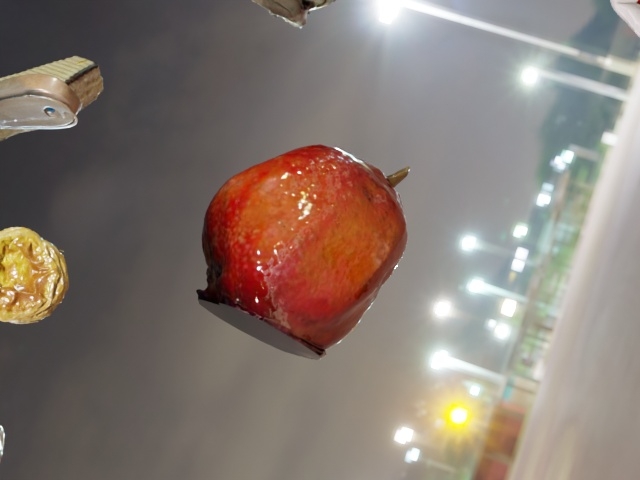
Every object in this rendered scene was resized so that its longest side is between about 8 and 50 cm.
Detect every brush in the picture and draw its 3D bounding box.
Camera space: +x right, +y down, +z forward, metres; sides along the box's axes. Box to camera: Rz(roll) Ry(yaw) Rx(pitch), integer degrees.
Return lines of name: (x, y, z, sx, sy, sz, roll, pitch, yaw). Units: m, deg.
brush: (-0.357, -0.104, 1.198, 0.070, 0.328, 0.065, 56, -137, -42)

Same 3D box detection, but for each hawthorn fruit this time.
hawthorn fruit: (0.000, 0.000, 1.254, 0.251, 0.189, 0.189, -34, -23, -16)

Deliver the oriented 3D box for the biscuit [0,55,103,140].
biscuit: (-0.359, -0.144, 1.451, 0.252, 0.150, 0.052, -22, -66, -22)

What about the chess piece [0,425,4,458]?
chess piece: (-0.246, 0.160, 0.902, 0.083, 0.038, 0.083, 15, -90, -89)

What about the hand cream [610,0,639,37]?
hand cream: (0.372, -0.263, 1.406, 0.336, 0.121, 0.076, -97, -8, -63)

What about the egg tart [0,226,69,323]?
egg tart: (-0.391, 0.046, 1.714, 0.052, 0.130, 0.130, 148, 142, -78)

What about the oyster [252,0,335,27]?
oyster: (-0.043, -0.359, 1.604, 0.252, 0.087, 0.199, -7, -58, -56)
